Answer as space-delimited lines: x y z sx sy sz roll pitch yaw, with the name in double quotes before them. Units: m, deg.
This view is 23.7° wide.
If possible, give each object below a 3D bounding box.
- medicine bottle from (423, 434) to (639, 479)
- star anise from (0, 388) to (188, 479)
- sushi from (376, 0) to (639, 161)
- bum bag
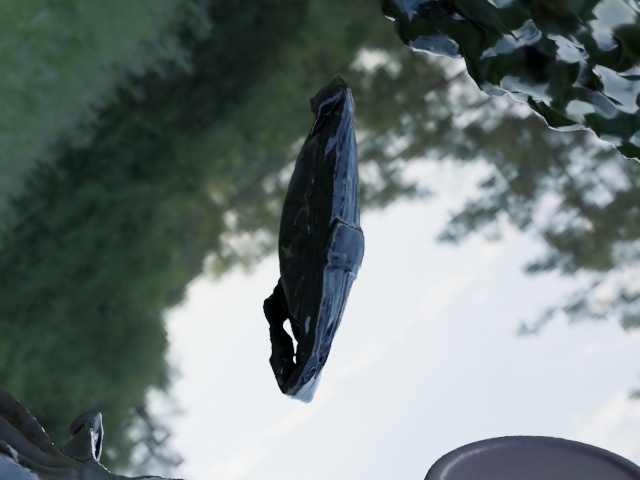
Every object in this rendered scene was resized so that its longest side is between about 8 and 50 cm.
"medicine bottle" 0.166 0.372 1.229 0.219 0.388 0.219 2 -159 -1
"star anise" -0.146 0.143 0.704 0.111 0.257 0.198 -59 167 21
"sushi" 0.125 -0.198 0.600 0.178 0.294 0.352 -50 147 -26
"bum bag" 0.001 0.000 1.143 0.102 0.069 0.248 -14 115 -72
